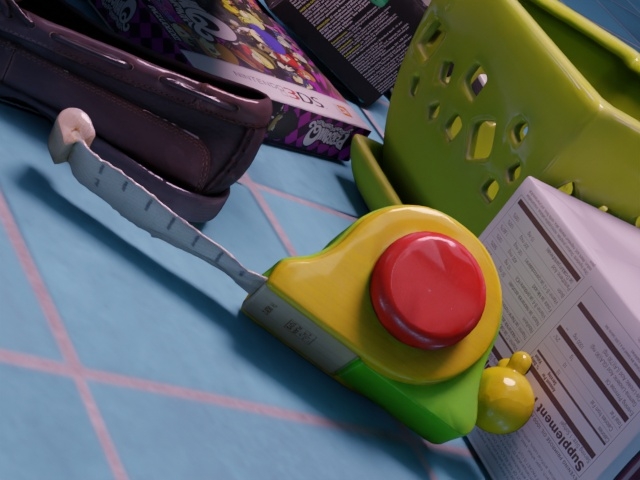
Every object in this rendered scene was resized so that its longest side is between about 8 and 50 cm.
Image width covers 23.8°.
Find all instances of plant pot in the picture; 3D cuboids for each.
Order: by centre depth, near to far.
[{"bbox_3d":[0.166,-0.047,1.157,0.228,0.207,0.227,21,26,-37],"label":"plant pot"}]

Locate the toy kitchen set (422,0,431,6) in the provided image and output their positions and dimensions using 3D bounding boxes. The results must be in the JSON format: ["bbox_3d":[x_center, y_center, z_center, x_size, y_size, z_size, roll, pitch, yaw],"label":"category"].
[{"bbox_3d":[0.242,-0.233,1.781,0.207,0.122,0.166,24,25,-33],"label":"toy kitchen set"}]

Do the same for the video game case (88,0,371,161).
[{"bbox_3d":[-0.091,-0.165,1.209,0.210,0.042,0.232,13,32,-51],"label":"video game case"}]

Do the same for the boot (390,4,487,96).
[{"bbox_3d":[0.123,-0.175,1.526,0.244,0.088,0.176,46,20,28],"label":"boot"}]

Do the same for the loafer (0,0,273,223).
[{"bbox_3d":[-0.166,-0.131,0.941,0.302,0.095,0.109,35,22,-9],"label":"loafer"}]

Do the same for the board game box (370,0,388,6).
[{"bbox_3d":[-0.150,-0.298,1.027,0.390,0.050,0.390,35,-1,-26],"label":"board game box"}]

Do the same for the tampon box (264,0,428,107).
[{"bbox_3d":[0.018,-0.224,1.369,0.161,0.101,0.120,41,14,-43],"label":"tampon box"}]

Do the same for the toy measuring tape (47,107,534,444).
[{"bbox_3d":[0.000,0.000,0.906,0.330,0.121,0.121,36,21,-6],"label":"toy measuring tape"}]

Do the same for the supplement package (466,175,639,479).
[{"bbox_3d":[0.225,0.107,1.020,0.262,0.145,0.204,21,27,-37],"label":"supplement package"}]
